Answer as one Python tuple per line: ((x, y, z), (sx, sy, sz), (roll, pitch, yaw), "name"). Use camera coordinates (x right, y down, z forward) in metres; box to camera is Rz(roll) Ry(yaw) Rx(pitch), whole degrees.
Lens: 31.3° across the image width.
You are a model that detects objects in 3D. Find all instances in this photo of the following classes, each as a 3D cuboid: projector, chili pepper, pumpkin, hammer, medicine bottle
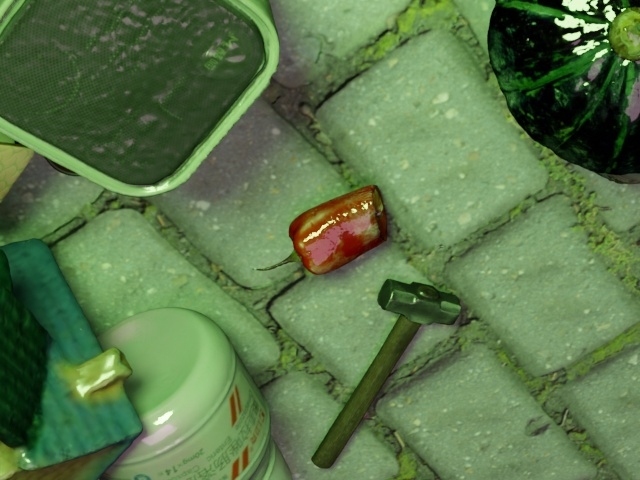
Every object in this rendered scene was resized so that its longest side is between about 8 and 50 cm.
((-0.201, -0.230, 1.151), (0.248, 0.249, 0.248), (30, 116, -29), "projector")
((0.000, 0.000, 1.470), (0.192, 0.084, 0.086), (-25, 94, 4), "chili pepper")
((0.339, -0.220, 1.248), (0.315, 0.238, 0.315), (2, 103, 7), "pumpkin")
((0.073, 0.207, 1.665), (0.111, 0.043, 0.365), (15, 123, -21), "hammer")
((-0.181, 0.266, 1.528), (0.241, 0.241, 0.302), (-22, 127, 5), "medicine bottle")

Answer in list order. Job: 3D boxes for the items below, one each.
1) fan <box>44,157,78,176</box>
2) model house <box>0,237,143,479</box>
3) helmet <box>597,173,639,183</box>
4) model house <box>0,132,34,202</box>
((-0.298, -0.131, 1.359), (0.085, 0.005, 0.133), (-17, 128, 2), "fan")
((-0.421, 0.134, 1.267), (0.342, 0.334, 0.382), (-31, 159, -4), "model house")
((0.399, -0.142, 1.430), (0.153, 0.107, 0.177), (6, 125, -13), "helmet")
((-0.446, -0.145, 1.171), (0.326, 0.244, 0.169), (30, 119, -28), "model house")
